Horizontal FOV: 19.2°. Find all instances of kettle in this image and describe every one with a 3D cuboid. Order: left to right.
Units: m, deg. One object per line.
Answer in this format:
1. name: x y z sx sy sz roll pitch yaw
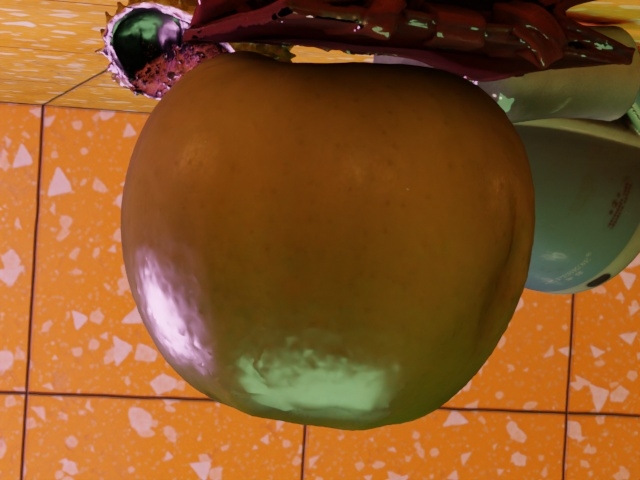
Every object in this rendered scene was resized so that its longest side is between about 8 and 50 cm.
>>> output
1. kettle: 0.187 -0.108 1.937 0.342 0.247 0.319 15 141 -44

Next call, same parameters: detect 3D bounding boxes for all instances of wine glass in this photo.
1. wine glass: 0.168 -0.152 1.670 0.231 0.103 0.103 0 -178 -32

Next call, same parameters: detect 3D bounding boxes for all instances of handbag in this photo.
1. handbag: 0.050 -0.165 1.320 0.260 0.084 0.275 6 -177 -21

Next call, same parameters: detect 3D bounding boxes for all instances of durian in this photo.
1. durian: -0.093 -0.184 1.631 0.186 0.119 0.108 16 -137 25

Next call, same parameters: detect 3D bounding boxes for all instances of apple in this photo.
1. apple: 0.009 0.002 1.324 0.295 0.258 0.233 6 -178 -10
